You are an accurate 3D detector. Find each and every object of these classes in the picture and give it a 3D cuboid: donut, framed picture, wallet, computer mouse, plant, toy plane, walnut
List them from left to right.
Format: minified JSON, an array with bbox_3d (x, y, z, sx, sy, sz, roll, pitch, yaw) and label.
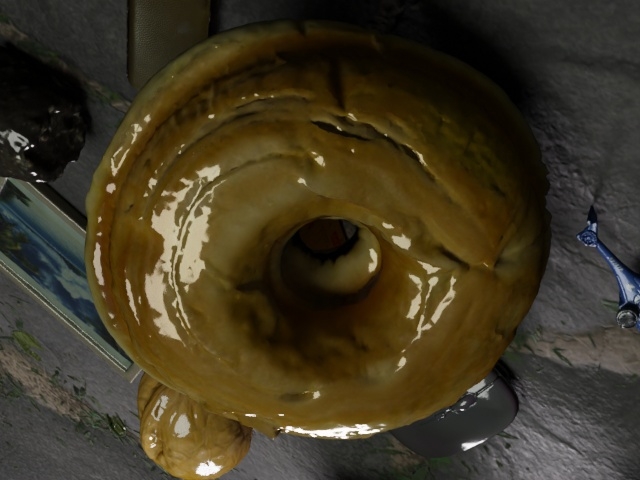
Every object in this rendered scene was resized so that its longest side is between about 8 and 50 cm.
[{"bbox_3d":[-0.384,-0.149,1.852,0.194,0.129,0.132,19,137,22],"label":"plant"},{"bbox_3d":[-0.333,0.043,2.096,0.315,0.024,0.232,40,143,-1],"label":"framed picture"},{"bbox_3d":[-0.159,-0.223,1.652,0.110,0.031,0.198,28,142,16],"label":"wallet"},{"bbox_3d":[-0.164,0.224,2.028,0.159,0.159,0.207,26,147,20],"label":"walnut"},{"bbox_3d":[0.000,0.000,1.464,0.448,0.198,0.449,-2,117,-4],"label":"donut"},{"bbox_3d":[0.134,0.193,1.803,0.120,0.057,0.232,47,144,-9],"label":"computer mouse"},{"bbox_3d":[0.302,0.040,1.505,0.062,0.054,0.167,-35,104,28],"label":"toy plane"}]

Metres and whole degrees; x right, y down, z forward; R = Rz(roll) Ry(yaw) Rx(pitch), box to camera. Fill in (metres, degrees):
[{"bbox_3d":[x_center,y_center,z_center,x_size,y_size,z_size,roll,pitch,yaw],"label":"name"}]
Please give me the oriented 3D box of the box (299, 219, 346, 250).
[{"bbox_3d":[-0.048,0.032,1.698,0.076,0.174,0.274,9,134,35],"label":"box"}]
